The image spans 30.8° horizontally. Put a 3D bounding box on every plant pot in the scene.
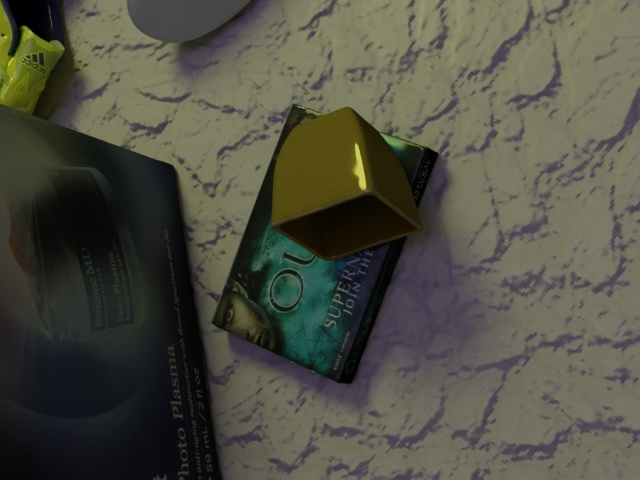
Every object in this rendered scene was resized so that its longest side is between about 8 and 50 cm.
[{"bbox_3d":[0.016,-0.045,0.827,0.081,0.081,0.083,-18,63,25],"label":"plant pot"}]

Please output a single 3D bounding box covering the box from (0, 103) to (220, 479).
[{"bbox_3d":[-0.235,0.073,0.847,0.183,0.294,0.296,-18,74,25],"label":"box"}]

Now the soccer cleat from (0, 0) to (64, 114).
[{"bbox_3d":[-0.285,-0.135,1.025,0.121,0.093,0.289,1,82,26],"label":"soccer cleat"}]

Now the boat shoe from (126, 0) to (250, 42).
[{"bbox_3d":[-0.070,-0.304,0.940,0.301,0.108,0.102,-60,28,21],"label":"boat shoe"}]

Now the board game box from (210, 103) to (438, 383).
[{"bbox_3d":[0.000,0.000,0.886,0.126,0.026,0.186,21,91,29],"label":"board game box"}]
